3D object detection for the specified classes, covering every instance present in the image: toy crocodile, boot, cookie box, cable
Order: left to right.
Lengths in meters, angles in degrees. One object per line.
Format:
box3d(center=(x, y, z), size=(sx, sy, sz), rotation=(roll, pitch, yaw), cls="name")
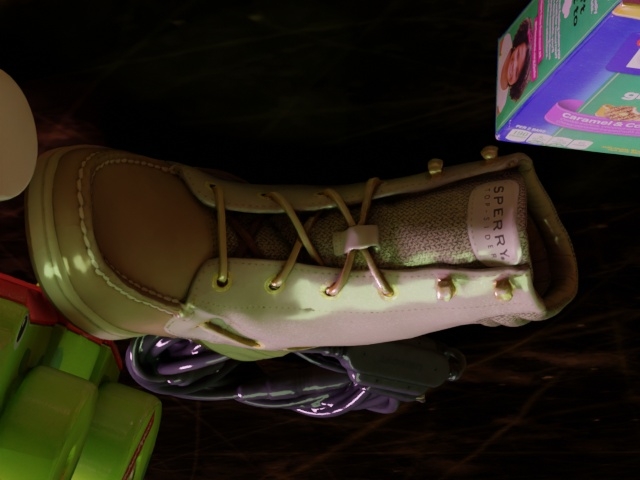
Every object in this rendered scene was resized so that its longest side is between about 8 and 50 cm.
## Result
box3d(center=(-0.132, 0.053, 0.709), size=(0.115, 0.105, 0.340), rotation=(19, 174, 7), cls="toy crocodile")
box3d(center=(-0.026, 0.060, 0.936), size=(0.184, 0.047, 0.150), rotation=(11, 164, -36), cls="cable")
box3d(center=(0.000, 0.000, 0.691), size=(0.165, 0.077, 0.213), rotation=(-7, 165, 25), cls="boot")
box3d(center=(0.114, -0.062, 0.553), size=(0.092, 0.040, 0.107), rotation=(6, 160, -13), cls="cookie box")

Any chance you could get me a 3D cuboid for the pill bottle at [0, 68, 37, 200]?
box3d(center=(-0.161, -0.029, 0.626), size=(0.116, 0.065, 0.065), rotation=(-9, 159, 28), cls="pill bottle")
